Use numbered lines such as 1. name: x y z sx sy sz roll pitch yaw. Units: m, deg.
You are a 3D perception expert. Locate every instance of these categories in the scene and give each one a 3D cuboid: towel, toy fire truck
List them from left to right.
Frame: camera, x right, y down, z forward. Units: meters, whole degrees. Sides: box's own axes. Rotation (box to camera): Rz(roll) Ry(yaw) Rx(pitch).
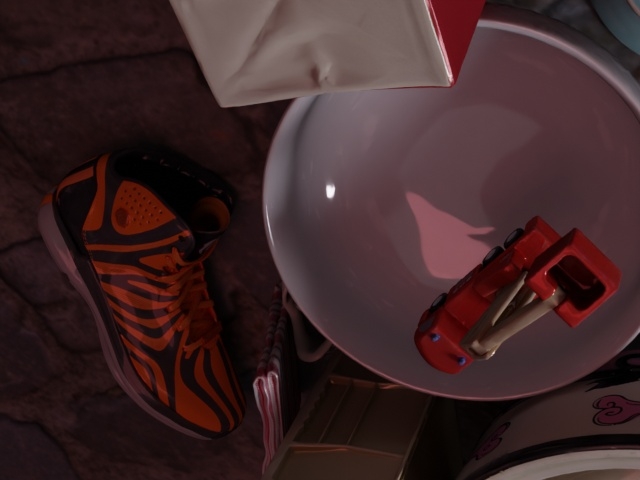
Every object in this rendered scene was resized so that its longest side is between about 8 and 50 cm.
1. towel: -0.043 0.143 1.088 0.029 0.197 0.144 -1 114 4
2. toy fire truck: 0.136 0.047 0.816 0.047 0.135 0.192 43 121 -5

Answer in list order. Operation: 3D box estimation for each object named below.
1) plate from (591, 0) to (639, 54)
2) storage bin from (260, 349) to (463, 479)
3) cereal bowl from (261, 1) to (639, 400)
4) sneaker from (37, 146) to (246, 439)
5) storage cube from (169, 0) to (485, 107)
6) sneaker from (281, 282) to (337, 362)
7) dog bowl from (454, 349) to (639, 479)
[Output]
1. plate: 0.292 -0.216 0.846 0.188 0.024 0.188 10 119 19
2. storage bin: 0.056 0.276 1.072 0.123 0.260 0.262 0 115 21
3. cereal bowl: 0.130 -0.041 0.934 0.339 0.141 0.339 8 118 16
4. sneaker: -0.143 0.051 1.126 0.180 0.124 0.321 -28 102 34
5. storage cube: 0.005 -0.227 0.756 0.184 0.193 0.215 -1 134 26
6. sneaker: 0.000 0.000 1.053 0.090 0.095 0.235 3 115 25
7. dog bowl: 0.303 0.266 0.976 0.408 0.150 0.408 10 131 12
